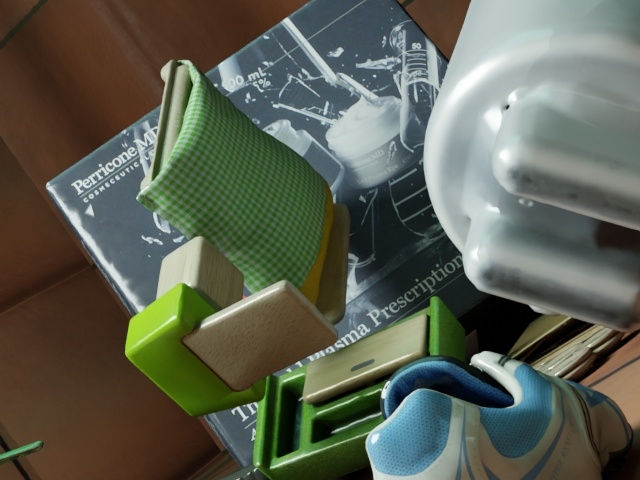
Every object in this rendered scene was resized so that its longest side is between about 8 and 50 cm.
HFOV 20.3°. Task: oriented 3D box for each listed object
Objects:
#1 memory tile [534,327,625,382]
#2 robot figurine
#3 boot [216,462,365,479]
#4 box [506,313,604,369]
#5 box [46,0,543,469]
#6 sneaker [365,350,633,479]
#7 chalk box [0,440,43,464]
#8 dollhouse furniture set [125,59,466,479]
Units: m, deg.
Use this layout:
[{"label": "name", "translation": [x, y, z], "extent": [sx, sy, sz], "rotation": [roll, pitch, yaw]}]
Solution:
[{"label": "memory tile", "translation": [0.118, 0.100, 1.077], "extent": [0.148, 0.012, 0.113], "rotation": [-34, -3, -43]}, {"label": "robot figurine", "translation": [0.180, -0.093, 1.127], "extent": [0.353, 0.199, 0.300], "rotation": [-68, -4, -52]}, {"label": "boot", "translation": [-0.050, 0.205, 1.371], "extent": [0.198, 0.077, 0.137], "rotation": [-22, -4, 13]}, {"label": "box", "translation": [0.212, 0.039, 1.311], "extent": [0.164, 0.021, 0.201], "rotation": [-36, -2, 14]}, {"label": "box", "translation": [0.000, 0.000, 1.540], "extent": [0.343, 0.312, 0.179], "rotation": [-36, -22, -7]}, {"label": "sneaker", "translation": [0.066, 0.075, 0.682], "extent": [0.085, 0.086, 0.237], "rotation": [-37, -4, 7]}, {"label": "chalk box", "translation": [-0.262, 0.168, 1.053], "extent": [0.213, 0.132, 0.132], "rotation": [-34, -1, -9]}, {"label": "dollhouse furniture set", "translation": [-0.011, -0.006, 1.276], "extent": [0.151, 0.197, 0.301], "rotation": [-26, 37, 25]}]
